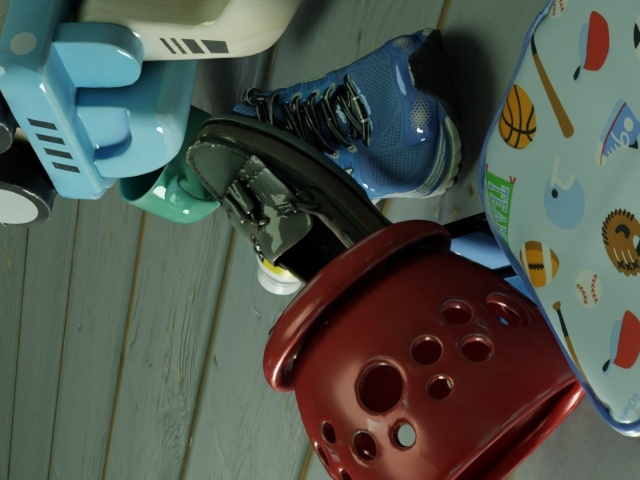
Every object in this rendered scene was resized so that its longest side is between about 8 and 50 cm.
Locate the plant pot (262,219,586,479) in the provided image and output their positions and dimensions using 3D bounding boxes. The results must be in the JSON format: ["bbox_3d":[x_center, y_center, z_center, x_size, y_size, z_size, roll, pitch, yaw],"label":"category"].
[{"bbox_3d":[0.068,0.092,0.974,0.174,0.191,0.191,49,145,17],"label":"plant pot"}]

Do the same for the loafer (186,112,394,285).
[{"bbox_3d":[0.000,0.000,1.110,0.267,0.084,0.096,35,141,1],"label":"loafer"}]

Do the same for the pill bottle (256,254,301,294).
[{"bbox_3d":[-0.028,0.000,1.384,0.116,0.065,0.065,110,145,-47],"label":"pill bottle"}]

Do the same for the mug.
[{"bbox_3d":[-0.154,-0.073,1.572,0.129,0.097,0.157,-30,46,45],"label":"mug"}]

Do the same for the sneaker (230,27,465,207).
[{"bbox_3d":[0.009,-0.079,1.175,0.330,0.147,0.130,144,116,-63],"label":"sneaker"}]

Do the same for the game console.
[{"bbox_3d":[0.131,0.036,1.027,0.122,0.107,0.071,-21,49,65],"label":"game console"}]

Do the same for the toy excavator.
[{"bbox_3d":[-0.184,-0.201,1.416,0.433,0.445,0.222,77,-164,-60],"label":"toy excavator"}]

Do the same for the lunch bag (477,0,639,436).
[{"bbox_3d":[0.209,-0.043,0.773,0.243,0.115,0.303,61,148,36],"label":"lunch bag"}]
